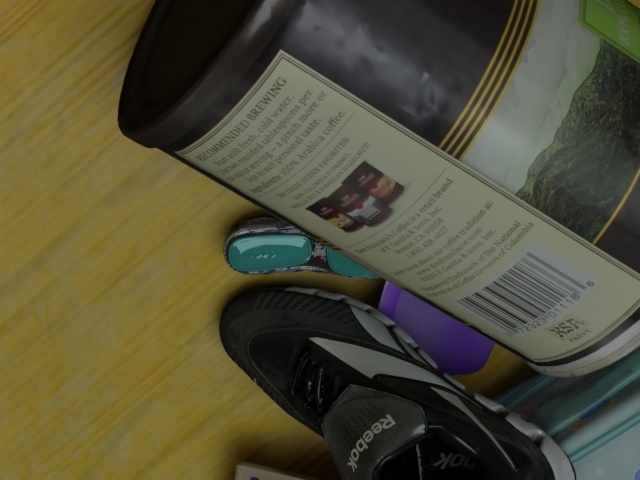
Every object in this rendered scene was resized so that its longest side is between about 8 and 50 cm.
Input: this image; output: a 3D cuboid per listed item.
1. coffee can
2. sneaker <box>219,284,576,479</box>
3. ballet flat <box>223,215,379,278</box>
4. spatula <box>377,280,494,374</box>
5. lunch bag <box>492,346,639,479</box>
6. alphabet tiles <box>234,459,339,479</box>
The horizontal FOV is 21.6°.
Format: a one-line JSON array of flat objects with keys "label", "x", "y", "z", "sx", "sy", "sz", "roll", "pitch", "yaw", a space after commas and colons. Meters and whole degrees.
[{"label": "coffee can", "x": 0.061, "y": -0.076, "z": 0.889, "sx": 0.275, "sy": 0.201, "sz": 0.201, "roll": 30, "pitch": 103, "yaw": -21}, {"label": "sneaker", "x": 0.032, "y": 0.098, "z": 0.956, "sx": 0.234, "sy": 0.106, "sz": 0.078, "roll": 32, "pitch": 108, "yaw": 16}, {"label": "ballet flat", "x": 0.000, "y": 0.000, "z": 0.993, "sx": 0.114, "sy": 0.041, "sz": 0.041, "roll": 1, "pitch": 111, "yaw": -3}, {"label": "spatula", "x": 0.170, "y": 0.065, "z": 1.060, "sx": 0.296, "sy": 0.030, "sz": 0.084, "roll": 11, "pitch": 110, "yaw": -16}, {"label": "lunch bag", "x": 0.229, "y": 0.142, "z": 1.033, "sx": 0.279, "sy": 0.108, "sz": 0.224, "roll": -37, "pitch": 114, "yaw": 21}, {"label": "alphabet tiles", "x": 0.010, "y": 0.306, "z": 1.066, "sx": 0.285, "sy": 0.011, "sz": 0.342, "roll": 12, "pitch": 113, "yaw": 9}]
